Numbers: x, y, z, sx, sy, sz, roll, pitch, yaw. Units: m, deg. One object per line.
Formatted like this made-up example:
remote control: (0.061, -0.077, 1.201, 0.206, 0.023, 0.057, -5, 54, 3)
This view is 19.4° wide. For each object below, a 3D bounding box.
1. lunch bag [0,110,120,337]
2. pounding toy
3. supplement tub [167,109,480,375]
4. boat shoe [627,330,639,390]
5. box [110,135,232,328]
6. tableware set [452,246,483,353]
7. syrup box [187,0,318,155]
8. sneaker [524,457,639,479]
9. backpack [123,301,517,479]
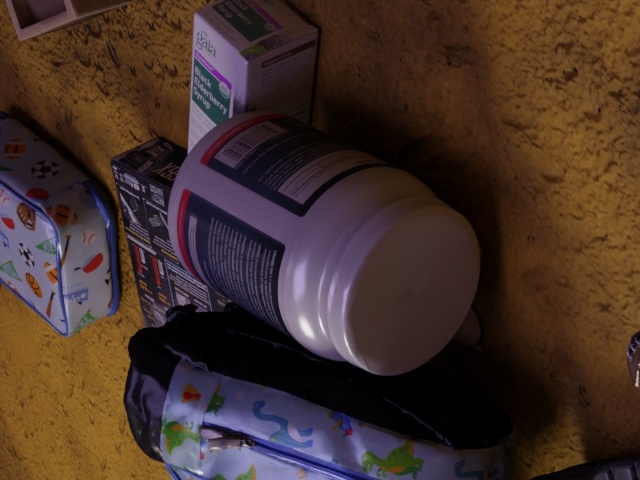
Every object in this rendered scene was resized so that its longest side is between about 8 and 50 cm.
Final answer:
lunch bag: (-0.389, -0.022, 2.505, 0.303, 0.115, 0.243, 38, 145, 35)
pounding toy: (-0.279, -0.340, 2.100, 0.206, 0.094, 0.181, -11, 99, 50)
supplement tub: (0.000, 0.000, 1.786, 0.272, 0.191, 0.191, 29, 137, 44)
boat shoe: (0.291, 0.103, 1.575, 0.066, 0.066, 0.183, 27, 135, 48)
box: (-0.111, 0.041, 2.149, 0.307, 0.076, 0.242, 27, 135, 47)
tableware set: (0.110, 0.034, 1.853, 0.141, 0.020, 0.168, 32, 137, 39)
syrup box: (-0.073, -0.136, 1.926, 0.093, 0.096, 0.237, 44, 146, 31)
sneaker: (0.276, 0.228, 1.673, 0.267, 0.106, 0.101, -9, 100, 48)
backpack: (0.019, 0.203, 1.836, 0.356, 0.290, 0.273, 3, 91, 25)
